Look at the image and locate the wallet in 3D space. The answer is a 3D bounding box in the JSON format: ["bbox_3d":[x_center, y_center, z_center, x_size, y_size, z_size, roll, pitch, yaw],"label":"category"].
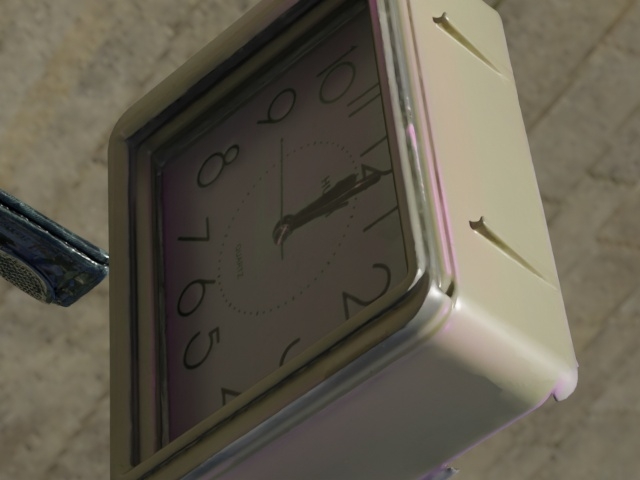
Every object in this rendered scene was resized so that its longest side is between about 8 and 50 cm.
[{"bbox_3d":[-0.218,0.003,1.373,0.088,0.129,0.026,-31,-147,51],"label":"wallet"}]

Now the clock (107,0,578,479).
[{"bbox_3d":[0.000,0.000,0.659,0.147,0.192,0.071,-35,129,28],"label":"clock"}]
